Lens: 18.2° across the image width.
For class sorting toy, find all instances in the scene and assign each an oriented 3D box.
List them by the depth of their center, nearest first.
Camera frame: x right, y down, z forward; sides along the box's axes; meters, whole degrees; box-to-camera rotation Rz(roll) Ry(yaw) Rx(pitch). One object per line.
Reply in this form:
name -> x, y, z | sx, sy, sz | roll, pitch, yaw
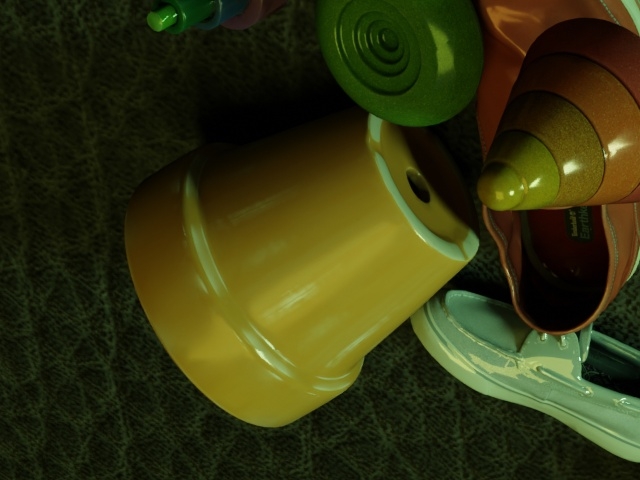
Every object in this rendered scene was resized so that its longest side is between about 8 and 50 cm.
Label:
sorting toy -> 0.037, -0.099, 1.226 | 0.365, 0.126, 0.127 | 26, 132, 29

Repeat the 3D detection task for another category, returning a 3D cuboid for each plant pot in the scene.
plant pot -> 0.000, 0.000, 1.396 | 0.188, 0.205, 0.205 | -30, 117, 27

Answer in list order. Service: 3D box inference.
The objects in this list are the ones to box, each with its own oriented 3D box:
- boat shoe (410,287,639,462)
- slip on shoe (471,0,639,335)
boat shoe -> 0.179, 0.083, 1.481 | 0.227, 0.079, 0.081 | 27, 130, -10
slip on shoe -> 0.154, -0.068, 1.305 | 0.123, 0.101, 0.331 | 8, 135, 21
